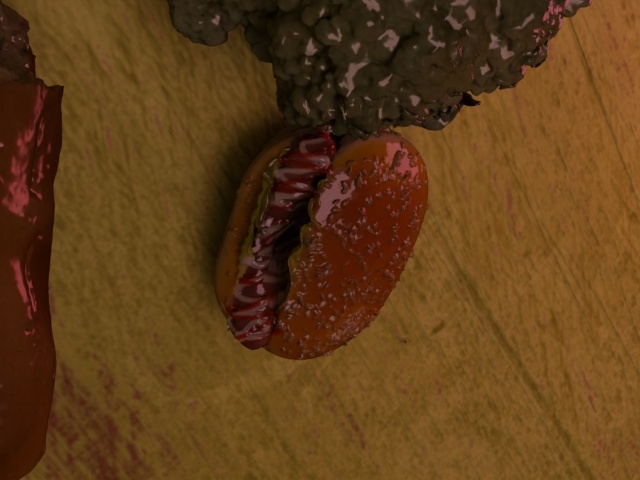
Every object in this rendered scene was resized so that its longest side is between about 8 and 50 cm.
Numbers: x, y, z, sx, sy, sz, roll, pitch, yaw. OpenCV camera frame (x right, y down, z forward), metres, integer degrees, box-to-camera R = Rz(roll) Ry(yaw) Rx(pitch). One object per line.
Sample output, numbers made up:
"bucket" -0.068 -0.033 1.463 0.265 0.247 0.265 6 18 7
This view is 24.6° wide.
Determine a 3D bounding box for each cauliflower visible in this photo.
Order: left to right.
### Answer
"cauliflower" 0.050 -0.206 1.077 0.327 0.281 0.260 -6 95 -2

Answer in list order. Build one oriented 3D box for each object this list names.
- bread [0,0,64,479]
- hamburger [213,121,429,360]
"bread" -0.265 -0.004 0.956 0.195 0.149 0.344 -5 99 -37
"hamburger" 0.000 0.000 1.190 0.173 0.116 0.210 5 114 -34
